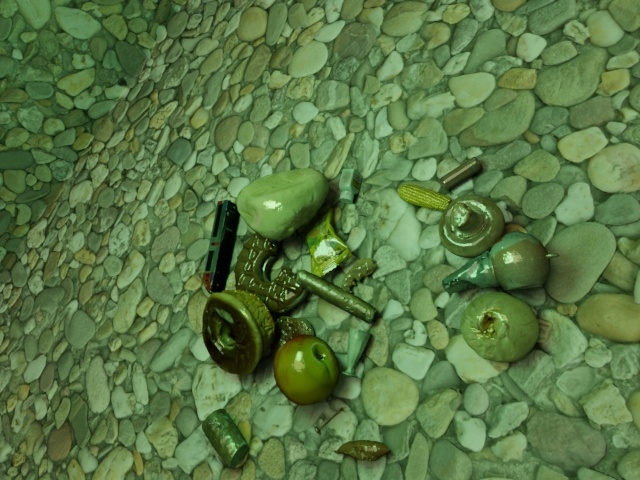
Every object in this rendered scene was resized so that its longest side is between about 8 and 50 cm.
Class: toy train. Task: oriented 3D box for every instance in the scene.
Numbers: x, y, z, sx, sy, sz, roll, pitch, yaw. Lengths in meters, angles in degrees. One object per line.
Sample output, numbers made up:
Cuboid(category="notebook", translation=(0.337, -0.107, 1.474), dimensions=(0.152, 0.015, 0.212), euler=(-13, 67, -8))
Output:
Cuboid(category="toy train", translation=(-0.422, 0.033, 2.230), dimensions=(0.089, 0.086, 0.410), euler=(-3, 70, 33))

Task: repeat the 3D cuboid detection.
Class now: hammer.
Cuboid(category="hammer", translation=(0.029, 0.595, 1.760), dimensions=(0.123, 0.014, 0.029), euler=(-43, 63, 8))

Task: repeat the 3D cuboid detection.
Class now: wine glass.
Cuboid(category="wine glass", translation=(0.113, 0.371, 1.762), dimensions=(0.073, 0.073, 0.155), euler=(11, 81, 35))

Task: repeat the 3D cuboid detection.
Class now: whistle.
Cuboid(category="whistle", translation=(0.517, 0.074, 1.559), dimensions=(0.347, 0.189, 0.189), euler=(-19, 62, 33))

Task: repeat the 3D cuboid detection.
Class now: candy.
Cuboid(category="candy", translation=(0.000, 0.000, 1.973), dimensions=(0.187, 0.081, 0.297), euler=(-37, 47, 16))

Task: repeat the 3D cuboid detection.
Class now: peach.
Cuboid(category="peach", translation=(-0.047, 0.425, 1.745), dimensions=(0.231, 0.231, 0.231), euler=(-13, 65, 28))

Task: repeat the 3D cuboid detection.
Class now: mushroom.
Cuboid(category="mushroom", translation=(0.455, -0.053, 1.632), dimensions=(0.204, 0.204, 0.204), euler=(-13, 65, 28))

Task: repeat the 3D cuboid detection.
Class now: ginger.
Cuboid(category="ginger", translation=(0.126, 0.126, 1.867), dimensions=(0.069, 0.051, 0.173), euler=(45, 105, 25))

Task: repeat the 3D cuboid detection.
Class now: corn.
Cuboid(category="corn", translation=(0.355, -0.147, 1.816), dimensions=(0.206, 0.067, 0.067), euler=(21, 83, 36))

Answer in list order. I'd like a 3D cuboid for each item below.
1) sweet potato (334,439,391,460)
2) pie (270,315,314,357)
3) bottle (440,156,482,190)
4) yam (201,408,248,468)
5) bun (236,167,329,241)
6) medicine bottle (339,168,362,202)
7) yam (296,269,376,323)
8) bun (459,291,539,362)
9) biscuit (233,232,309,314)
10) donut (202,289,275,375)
Cuboid(category="sweet potato", translation=(0.124, 0.652, 1.648), dimensions=(0.206, 0.060, 0.068), euler=(-16, 29, 38))
Cuboid(category="pie", translation=(-0.107, 0.365, 1.919), dimensions=(0.195, 0.046, 0.195), euler=(-11, 69, 30))
Cuboid(category="bottle", translation=(0.471, -0.224, 1.781), dimensions=(0.140, 0.053, 0.053), euler=(-33, 57, 18))
Cuboid(category="yam", translation=(-0.334, 0.706, 1.891), dimensions=(0.194, 0.107, 0.107), euler=(41, 95, 36))
Cuboid(category="bun", translation=(-0.136, -0.132, 1.991), dimensions=(0.361, 0.213, 0.361), euler=(-12, 25, 6))
Cuboid(category="medicine bottle", translation=(0.108, -0.203, 1.991), dimensions=(0.055, 0.074, 0.118), euler=(6, 74, 34))
Cuboid(category="yam", translation=(0.050, 0.189, 1.829), dimensions=(0.317, 0.067, 0.071), euler=(27, 122, 19))
Cuboid(category="bun", translation=(0.506, 0.244, 1.523), dimensions=(0.222, 0.127, 0.222), euler=(-11, 67, 26))
Cuboid(category="biscuit", translation=(-0.199, 0.136, 2.029), dimensions=(0.268, 0.115, 0.366), euler=(-41, 54, 13))
Cuboid(category="donut", translation=(-0.302, 0.322, 1.942), dimensions=(0.330, 0.160, 0.330), euler=(14, 117, 30))
